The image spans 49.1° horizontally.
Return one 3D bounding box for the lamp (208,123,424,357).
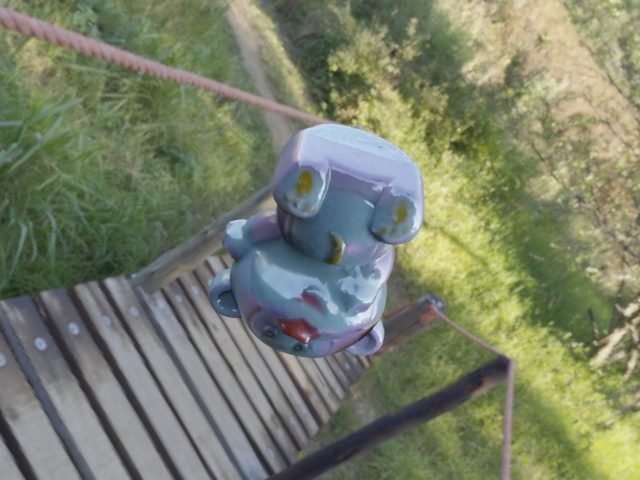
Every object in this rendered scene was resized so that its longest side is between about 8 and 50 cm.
[{"bbox_3d":[0.000,0.000,0.903,0.247,0.301,0.247,15,34,-8],"label":"lamp"}]
